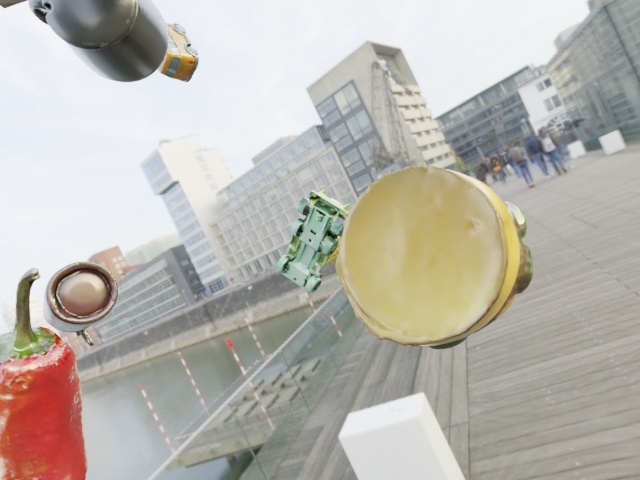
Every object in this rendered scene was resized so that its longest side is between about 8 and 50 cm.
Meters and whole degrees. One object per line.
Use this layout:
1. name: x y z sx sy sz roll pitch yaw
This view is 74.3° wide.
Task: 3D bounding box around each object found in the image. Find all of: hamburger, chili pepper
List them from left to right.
1. chili pepper: -0.426 0.198 0.613 0.135 0.337 0.131 -5 9 -12
2. hamburger: 0.254 0.027 0.937 0.396 0.395 0.278 -25 -17 26

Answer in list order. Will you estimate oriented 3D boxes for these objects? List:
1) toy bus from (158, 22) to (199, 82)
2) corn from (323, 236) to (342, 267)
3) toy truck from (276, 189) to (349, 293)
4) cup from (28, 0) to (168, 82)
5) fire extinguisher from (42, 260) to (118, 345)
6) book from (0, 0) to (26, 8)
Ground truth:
1. toy bus: -0.539 -0.678 1.505 0.136 0.209 0.126 -14 -21 -47
2. corn: 0.055 0.003 1.364 0.244 0.093 0.093 -35 -2 17
3. toy truck: -0.002 0.003 1.063 0.135 0.128 0.259 -29 -32 -57
4. cup: -0.394 -0.383 0.737 0.223 0.169 0.176 10 4 -5
5. fire extinguisher: -0.450 0.134 0.790 0.102 0.138 0.344 -31 4 -36
6. book: -0.554 -0.500 0.821 0.172 0.012 0.118 -26 18 -11
